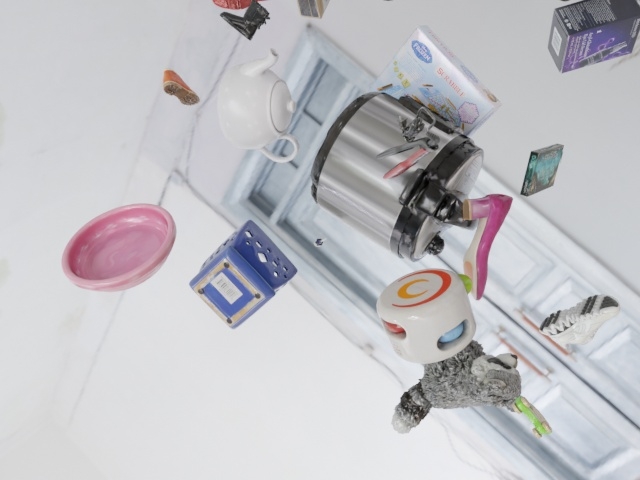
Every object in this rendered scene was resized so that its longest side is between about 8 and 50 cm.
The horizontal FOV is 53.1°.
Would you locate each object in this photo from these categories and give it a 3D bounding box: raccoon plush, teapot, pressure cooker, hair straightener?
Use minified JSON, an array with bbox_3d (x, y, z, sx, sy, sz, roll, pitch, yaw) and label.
[{"bbox_3d":[0.435,0.502,1.956,0.446,0.216,0.299,-64,26,16],"label":"raccoon plush"},{"bbox_3d":[-0.155,-0.366,1.780,0.256,0.187,0.252,19,-103,-71],"label":"teapot"},{"bbox_3d":[0.231,-0.149,1.690,0.370,0.420,0.375,-41,-25,-34],"label":"pressure cooker"},{"bbox_3d":[0.145,-0.172,1.104,0.047,0.089,0.230,-19,-3,-12],"label":"hair straightener"}]

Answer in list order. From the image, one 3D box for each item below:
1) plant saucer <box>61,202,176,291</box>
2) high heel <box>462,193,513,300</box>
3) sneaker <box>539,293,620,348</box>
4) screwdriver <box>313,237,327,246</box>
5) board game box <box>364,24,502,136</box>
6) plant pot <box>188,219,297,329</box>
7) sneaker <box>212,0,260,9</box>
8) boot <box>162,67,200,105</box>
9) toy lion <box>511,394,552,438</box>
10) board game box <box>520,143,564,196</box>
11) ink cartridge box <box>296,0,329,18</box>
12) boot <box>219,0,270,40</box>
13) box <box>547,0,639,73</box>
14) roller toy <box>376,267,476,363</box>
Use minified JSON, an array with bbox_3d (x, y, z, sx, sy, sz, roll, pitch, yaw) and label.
[{"bbox_3d":[-0.563,0.029,1.827,0.332,0.332,0.084,-43,-42,-26],"label":"plant saucer"},{"bbox_3d":[0.392,0.015,1.478,0.117,0.244,0.082,-5,3,-10],"label":"high heel"},{"bbox_3d":[0.825,0.256,1.999,0.110,0.118,0.292,-43,0,-33],"label":"sneaker"},{"bbox_3d":[0.000,0.000,1.754,0.170,0.025,0.024,128,167,-82],"label":"screwdriver"},{"bbox_3d":[0.302,-0.390,1.855,0.066,0.318,0.318,-29,-14,-49],"label":"board game box"},{"bbox_3d":[-0.246,0.116,1.970,0.236,0.236,0.212,-40,6,26],"label":"plant pot"},{"bbox_3d":[-0.222,-0.763,1.986,0.128,0.221,0.087,-91,-3,-71],"label":"sneaker"},{"bbox_3d":[-0.451,-0.498,2.076,0.059,0.084,0.158,-26,-26,19],"label":"boot"},{"bbox_3d":[0.449,0.367,1.348,0.034,0.100,0.096,-42,-11,15],"label":"toy lion"},{"bbox_3d":[0.620,-0.198,1.789,0.186,0.026,0.126,-19,-56,-47],"label":"board game box"},{"bbox_3d":[-0.011,-0.917,2.202,0.193,0.088,0.234,73,-145,-62],"label":"ink cartridge box"},{"bbox_3d":[-0.212,-0.639,1.820,0.099,0.121,0.045,-52,11,12],"label":"boot"},{"bbox_3d":[0.738,-0.565,1.731,0.207,0.108,0.153,-16,-28,6],"label":"box"},{"bbox_3d":[0.226,0.164,1.369,0.209,0.146,0.191,-13,22,23],"label":"roller toy"}]
